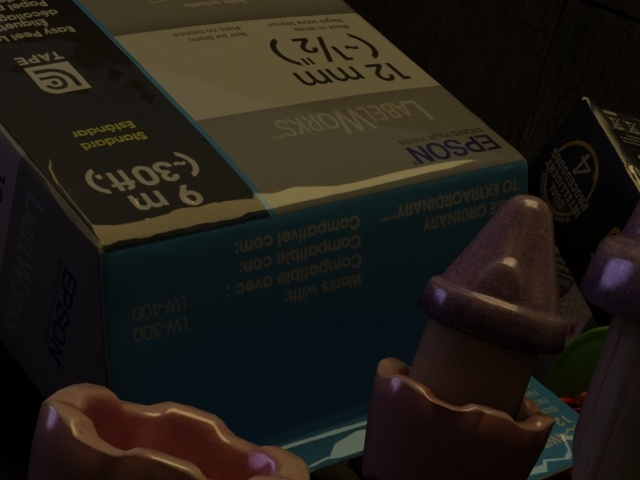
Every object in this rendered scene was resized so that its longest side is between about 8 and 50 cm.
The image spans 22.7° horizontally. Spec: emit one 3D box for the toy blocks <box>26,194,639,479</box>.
[{"bbox_3d":[0.120,0.077,0.423,0.309,0.260,0.288,20,5,22],"label":"toy blocks"}]

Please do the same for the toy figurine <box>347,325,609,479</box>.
[{"bbox_3d":[0.083,0.110,0.860,0.159,0.130,0.173,4,-10,-30],"label":"toy figurine"}]

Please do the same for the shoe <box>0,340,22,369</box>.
[{"bbox_3d":[-0.091,0.075,0.866,0.219,0.058,0.076,23,-14,8],"label":"shoe"}]

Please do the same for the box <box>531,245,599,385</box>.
[{"bbox_3d":[0.290,0.085,1.378,0.142,0.163,0.247,18,5,-24],"label":"box"}]

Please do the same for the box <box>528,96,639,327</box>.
[{"bbox_3d":[0.368,0.068,1.146,0.395,0.097,0.318,12,37,-33],"label":"box"}]

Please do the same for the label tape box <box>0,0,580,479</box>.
[{"bbox_3d":[-0.038,-0.015,0.770,0.249,0.115,0.348,-13,43,-37],"label":"label tape box"}]
